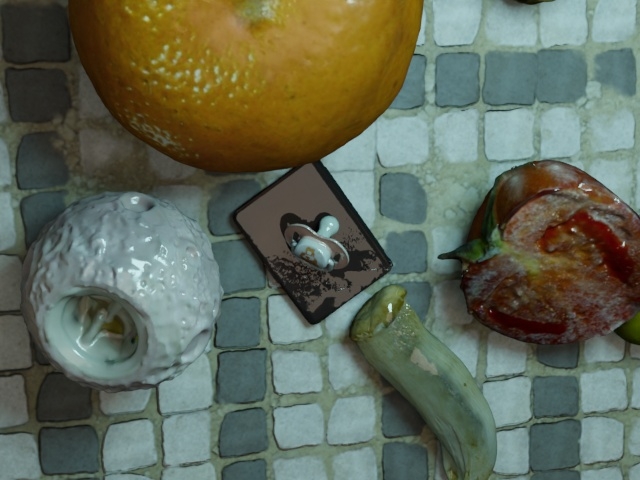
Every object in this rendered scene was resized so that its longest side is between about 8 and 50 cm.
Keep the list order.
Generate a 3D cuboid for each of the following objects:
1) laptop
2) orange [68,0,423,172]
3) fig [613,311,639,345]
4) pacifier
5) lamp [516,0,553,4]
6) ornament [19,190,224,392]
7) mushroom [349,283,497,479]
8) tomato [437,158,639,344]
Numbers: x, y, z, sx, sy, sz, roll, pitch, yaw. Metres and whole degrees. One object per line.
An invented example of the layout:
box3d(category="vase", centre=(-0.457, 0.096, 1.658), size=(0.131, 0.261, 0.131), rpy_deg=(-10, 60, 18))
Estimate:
box3d(category="laptop", centre=(-0.011, 0.001, 1.448), size=(0.154, 0.026, 0.207), rpy_deg=(-36, 106, -2))
box3d(category="orange", centre=(-0.087, -0.288, 1.217), size=(0.423, 0.326, 0.424), rpy_deg=(-1, 111, -3))
box3d(category="fig", centre=(0.505, 0.090, 1.541), size=(0.135, 0.121, 0.153), rpy_deg=(21, 119, -21))
box3d(category="pacifier", centre=(0.000, 0.000, 1.410), size=(0.099, 0.081, 0.078), rpy_deg=(26, 60, 6))
box3d(category="lamp", centre=(0.316, -0.420, 1.377), size=(0.185, 0.161, 0.161), rpy_deg=(-41, 107, -1))
box3d(category="ornament", centre=(-0.248, 0.062, 1.294), size=(0.259, 0.225, 0.260), rpy_deg=(4, 119, 7))
box3d(category="mushroom", centre=(0.166, 0.221, 1.501), size=(0.122, 0.095, 0.351), rpy_deg=(-29, 106, 14))
box3d(category="tomato", centre=(0.336, -0.003, 1.457), size=(0.308, 0.170, 0.309), rpy_deg=(-1, 136, -1))
